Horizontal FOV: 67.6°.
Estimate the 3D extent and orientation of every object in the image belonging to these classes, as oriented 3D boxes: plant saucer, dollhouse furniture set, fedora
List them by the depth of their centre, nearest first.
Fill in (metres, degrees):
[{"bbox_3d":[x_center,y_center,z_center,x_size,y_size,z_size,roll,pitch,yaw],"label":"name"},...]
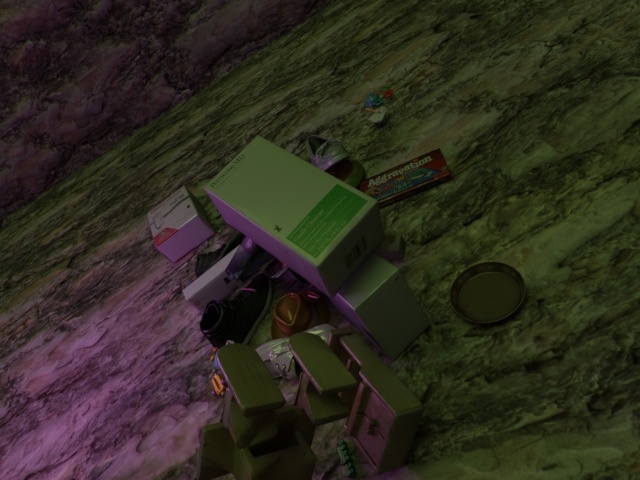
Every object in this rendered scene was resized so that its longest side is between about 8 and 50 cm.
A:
[{"bbox_3d":[-0.047,0.330,0.914,0.393,0.362,0.256,-3,27,-31],"label":"dollhouse furniture set"},{"bbox_3d":[0.384,0.123,1.099,0.168,0.029,0.169,-19,42,18],"label":"plant saucer"},{"bbox_3d":[-0.073,0.205,1.308,0.194,0.079,0.194,-20,42,19],"label":"fedora"},{"bbox_3d":[0.037,-0.204,1.652,0.240,0.037,0.241,-24,34,18],"label":"plant saucer"}]

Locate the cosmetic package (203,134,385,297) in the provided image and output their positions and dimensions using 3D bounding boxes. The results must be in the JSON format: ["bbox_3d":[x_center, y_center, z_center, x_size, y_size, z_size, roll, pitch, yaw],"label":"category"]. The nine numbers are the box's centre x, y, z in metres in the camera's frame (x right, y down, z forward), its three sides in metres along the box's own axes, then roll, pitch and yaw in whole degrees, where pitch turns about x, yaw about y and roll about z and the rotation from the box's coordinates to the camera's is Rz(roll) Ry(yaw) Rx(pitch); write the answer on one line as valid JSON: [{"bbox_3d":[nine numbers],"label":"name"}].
[{"bbox_3d":[-0.060,-0.062,1.074,0.365,0.155,0.197,32,72,29],"label":"cosmetic package"}]

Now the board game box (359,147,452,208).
[{"bbox_3d":[0.260,-0.188,1.505,0.281,0.027,0.145,-22,39,17],"label":"board game box"}]

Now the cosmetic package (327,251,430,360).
[{"bbox_3d":[0.110,0.129,1.136,0.138,0.224,0.224,-43,39,-10],"label":"cosmetic package"}]

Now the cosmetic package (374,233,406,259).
[{"bbox_3d":[0.177,0.022,1.340,0.115,0.041,0.060,-10,46,29],"label":"cosmetic package"}]

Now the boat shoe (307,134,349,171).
[{"bbox_3d":[0.014,-0.315,1.681,0.118,0.103,0.320,-30,19,-1],"label":"boat shoe"}]

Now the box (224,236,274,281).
[{"bbox_3d":[-0.131,-0.031,1.395,0.232,0.058,0.322,-35,-15,-49],"label":"box"}]

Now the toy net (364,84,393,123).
[{"bbox_3d":[0.233,-0.513,1.841,0.122,0.045,0.232,-20,43,16],"label":"toy net"}]

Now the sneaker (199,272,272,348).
[{"bbox_3d":[-0.242,0.187,1.396,0.104,0.147,0.296,-3,47,36],"label":"sneaker"}]

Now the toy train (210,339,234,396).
[{"bbox_3d":[-0.241,0.358,1.282,0.125,0.046,0.167,-26,64,32],"label":"toy train"}]

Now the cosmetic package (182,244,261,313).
[{"bbox_3d":[-0.318,0.128,1.549,0.239,0.099,0.060,-40,39,-4],"label":"cosmetic package"}]

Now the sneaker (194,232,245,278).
[{"bbox_3d":[-0.352,0.051,1.660,0.130,0.087,0.228,24,72,40],"label":"sneaker"}]

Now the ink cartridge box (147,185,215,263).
[{"bbox_3d":[-0.565,-0.070,1.912,0.207,0.117,0.283,-38,39,-2],"label":"ink cartridge box"}]

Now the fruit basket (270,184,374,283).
[{"bbox_3d":[0.000,0.000,1.298,0.327,0.165,0.353,-43,7,-10],"label":"fruit basket"}]

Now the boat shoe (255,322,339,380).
[{"bbox_3d":[-0.073,0.301,1.197,0.276,0.098,0.096,-26,39,10],"label":"boat shoe"}]

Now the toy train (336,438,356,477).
[{"bbox_3d":[0.053,0.460,1.009,0.023,0.017,0.083,-41,37,11],"label":"toy train"}]

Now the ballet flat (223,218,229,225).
[{"bbox_3d":[-0.313,-0.154,1.872,0.084,0.058,0.250,6,57,13],"label":"ballet flat"}]
